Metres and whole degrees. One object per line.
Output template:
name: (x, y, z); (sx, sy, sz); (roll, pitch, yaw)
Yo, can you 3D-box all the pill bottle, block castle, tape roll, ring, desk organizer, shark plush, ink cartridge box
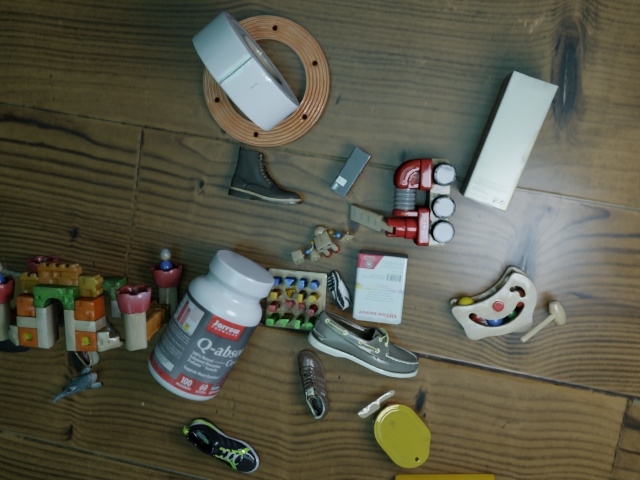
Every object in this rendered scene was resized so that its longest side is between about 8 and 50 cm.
pill bottle: (-0.284, 0.219, 1.729); (0.210, 0.210, 0.362); (31, 101, 4)
block castle: (-0.621, 0.132, 1.729); (0.454, 0.303, 0.212); (3, 104, 9)
tape roll: (-0.174, -0.401, 1.565); (0.100, 0.286, 0.286); (-36, 91, 11)
ring: (-0.142, -0.414, 1.719); (0.337, 0.032, 0.336); (1, 97, 9)
desk organizer: (0.079, -0.178, 1.702); (0.047, 0.050, 0.130); (33, 101, 4)
shark plush: (-0.711, 0.415, 1.894); (0.161, 0.067, 0.073); (-19, 94, 11)
ink cartridge box: (0.156, 0.120, 1.716); (0.128, 0.072, 0.175); (6, 98, 8)

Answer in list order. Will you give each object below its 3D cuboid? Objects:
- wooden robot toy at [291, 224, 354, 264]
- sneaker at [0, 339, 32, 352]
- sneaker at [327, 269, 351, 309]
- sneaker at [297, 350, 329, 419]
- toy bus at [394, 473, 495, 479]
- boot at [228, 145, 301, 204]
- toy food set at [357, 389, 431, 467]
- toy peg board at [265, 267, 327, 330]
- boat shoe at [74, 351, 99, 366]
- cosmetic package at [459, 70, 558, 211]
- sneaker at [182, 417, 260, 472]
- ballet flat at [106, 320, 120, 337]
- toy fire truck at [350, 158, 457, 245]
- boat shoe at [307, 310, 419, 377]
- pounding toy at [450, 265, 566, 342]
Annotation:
wooden robot toy: (0.000, 0.000, 1.743); (0.173, 0.076, 0.079); (-28, 57, 11)
sneaker: (-0.987, 0.255, 1.882); (0.341, 0.139, 0.124); (14, 97, 6)
sneaker: (0.051, 0.132, 1.757); (0.040, 0.044, 0.109); (-23, 77, 36)
sneaker: (-0.017, 0.393, 1.779); (0.066, 0.071, 0.188); (-18, 94, 11)
toy bus: (0.367, 0.696, 1.739); (0.333, 0.108, 0.130); (-4, 95, 10)
boot: (-0.140, -0.168, 1.731); (0.198, 0.077, 0.136); (11, 93, 6)
toy food set: (0.202, 0.506, 1.767); (0.128, 0.071, 0.217); (-39, 92, -12)
toy peg board: (-0.070, 0.164, 1.755); (0.161, 0.079, 0.160); (5, 98, 8)
boat shoe: (-0.689, 0.304, 1.888); (0.050, 0.045, 0.135); (-39, 90, 11)
cosmetic package: (0.446, -0.235, 1.584); (0.113, 0.160, 0.309); (22, 101, 5)
sneaker: (-0.283, 0.588, 1.833); (0.235, 0.097, 0.084); (29, 101, 4)
ballet flat: (-0.621, 0.250, 1.874); (0.114, 0.041, 0.041); (44, 101, 2)
toy fire truck: (0.203, -0.099, 1.659); (0.247, 0.158, 0.216); (0, 98, -1)
boat shoe: (0.123, 0.269, 1.703); (0.305, 0.109, 0.091); (20, 107, -6)
pounding toy: (0.463, 0.160, 1.631); (0.270, 0.155, 0.154); (-12, 99, 10)
